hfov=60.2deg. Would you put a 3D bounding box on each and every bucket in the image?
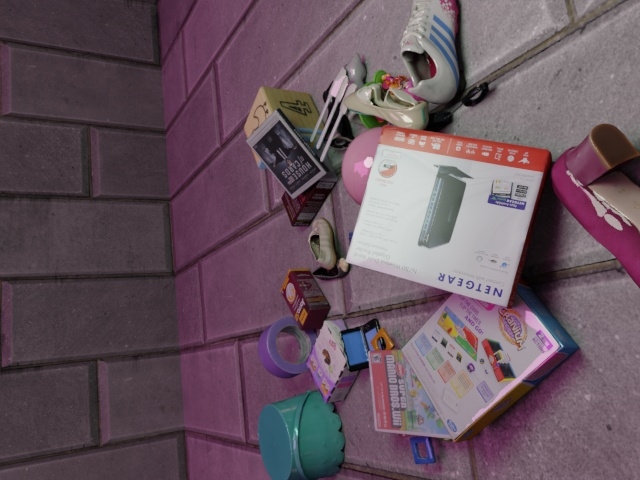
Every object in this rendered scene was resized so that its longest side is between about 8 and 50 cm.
[{"bbox_3d":[-0.068,0.628,1.753,0.281,0.183,0.281,5,96,59],"label":"bucket"}]

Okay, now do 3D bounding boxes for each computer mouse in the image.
[{"bbox_3d":[0.291,-0.300,1.263,0.242,0.071,0.041,-31,71,53],"label":"computer mouse"}]

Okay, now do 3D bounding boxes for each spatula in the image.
[{"bbox_3d":[0.034,-0.361,1.583,0.242,0.019,0.168,-66,30,29],"label":"spatula"}]

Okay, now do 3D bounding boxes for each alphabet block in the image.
[{"bbox_3d":[-0.119,-0.366,1.831,0.192,0.193,0.197,-57,44,40],"label":"alphabet block"}]

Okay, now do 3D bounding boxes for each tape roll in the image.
[{"bbox_3d":[-0.104,0.350,1.809,0.080,0.188,0.189,-41,56,51],"label":"tape roll"}]

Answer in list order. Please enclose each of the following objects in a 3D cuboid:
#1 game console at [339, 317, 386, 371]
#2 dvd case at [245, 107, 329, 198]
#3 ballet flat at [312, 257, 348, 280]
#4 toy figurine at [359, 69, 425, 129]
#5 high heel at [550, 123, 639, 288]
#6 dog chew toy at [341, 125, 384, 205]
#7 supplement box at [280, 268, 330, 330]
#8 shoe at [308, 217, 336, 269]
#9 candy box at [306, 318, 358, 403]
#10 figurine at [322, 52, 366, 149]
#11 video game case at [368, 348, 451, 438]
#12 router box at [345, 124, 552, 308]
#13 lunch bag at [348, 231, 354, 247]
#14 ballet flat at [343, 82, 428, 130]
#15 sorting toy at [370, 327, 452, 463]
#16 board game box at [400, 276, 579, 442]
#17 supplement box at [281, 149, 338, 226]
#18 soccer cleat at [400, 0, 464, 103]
[{"bbox_3d":[0.120,0.293,1.544,0.107,0.071,0.122,-42,55,48],"label":"game console"},{"bbox_3d":[-0.103,-0.260,1.686,0.239,0.029,0.179,51,135,-6],"label":"dvd case"},{"bbox_3d":[0.034,0.094,1.712,0.173,0.049,0.058,-30,65,55],"label":"ballet flat"},{"bbox_3d":[0.202,-0.369,1.407,0.159,0.130,0.173,3,68,46],"label":"toy figurine"},{"bbox_3d":[0.511,0.002,0.906,0.181,0.127,0.378,91,163,-70],"label":"high heel"},{"bbox_3d":[0.207,-0.150,1.289,0.331,0.206,0.207,23,110,43],"label":"dog chew toy"},{"bbox_3d":[-0.052,0.193,1.826,0.188,0.080,0.104,58,136,41],"label":"supplement box"},{"bbox_3d":[0.000,0.000,1.731,0.077,0.058,0.219,-57,30,32],"label":"shoe"},{"bbox_3d":[0.042,0.366,1.679,0.165,0.070,0.196,58,137,42],"label":"candy box"},{"bbox_3d":[0.076,-0.410,1.615,0.215,0.092,0.210,-40,53,51],"label":"figurine"},{"bbox_3d":[0.229,0.363,1.330,0.285,0.025,0.204,-17,74,48],"label":"video game case"},{"bbox_3d":[0.251,-0.054,1.103,0.335,0.082,0.301,14,88,26],"label":"router box"},{"bbox_3d":[0.124,-0.002,1.544,0.098,0.067,0.065,-9,82,58],"label":"lunch bag"},{"bbox_3d":[0.152,-0.329,1.305,0.248,0.086,0.086,30,117,34],"label":"ballet flat"},{"bbox_3d":[0.234,0.374,1.384,0.196,0.047,0.348,-47,53,40],"label":"sorting toy"},{"bbox_3d":[0.331,0.224,1.146,0.317,0.064,0.242,-54,45,29],"label":"board game box"},{"bbox_3d":[-0.040,-0.168,1.814,0.239,0.073,0.130,-55,46,43],"label":"supplement box"},{"bbox_3d":[0.244,-0.476,1.269,0.116,0.143,0.332,-26,66,56],"label":"soccer cleat"}]
